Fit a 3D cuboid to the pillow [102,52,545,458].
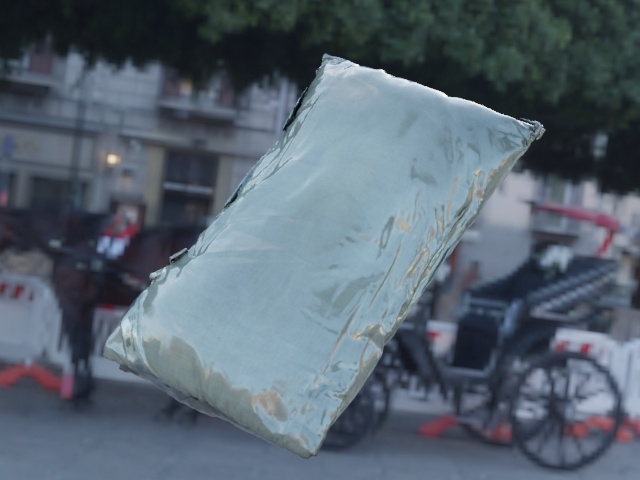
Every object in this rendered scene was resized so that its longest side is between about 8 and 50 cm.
[{"bbox_3d":[0.000,0.000,0.831,0.148,0.230,0.050,26,-19,28],"label":"pillow"}]
